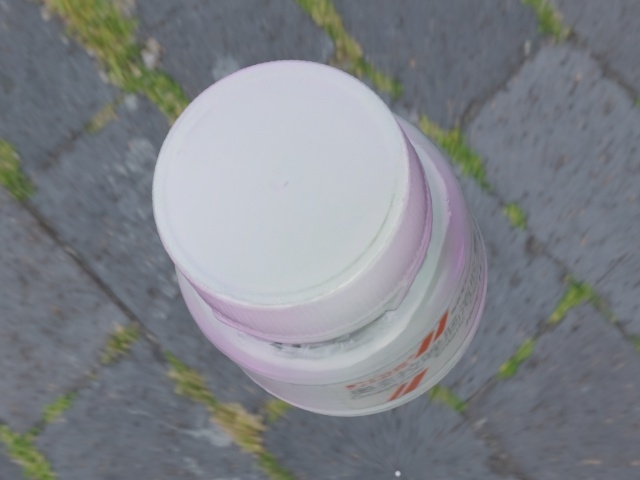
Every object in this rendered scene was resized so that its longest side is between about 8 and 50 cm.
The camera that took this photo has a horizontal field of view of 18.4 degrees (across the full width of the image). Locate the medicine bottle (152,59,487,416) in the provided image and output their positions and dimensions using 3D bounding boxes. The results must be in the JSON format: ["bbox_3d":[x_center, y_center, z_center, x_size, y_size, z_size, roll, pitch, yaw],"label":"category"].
[{"bbox_3d":[0.000,0.000,1.588,0.241,0.302,0.241,-4,72,12],"label":"medicine bottle"}]
